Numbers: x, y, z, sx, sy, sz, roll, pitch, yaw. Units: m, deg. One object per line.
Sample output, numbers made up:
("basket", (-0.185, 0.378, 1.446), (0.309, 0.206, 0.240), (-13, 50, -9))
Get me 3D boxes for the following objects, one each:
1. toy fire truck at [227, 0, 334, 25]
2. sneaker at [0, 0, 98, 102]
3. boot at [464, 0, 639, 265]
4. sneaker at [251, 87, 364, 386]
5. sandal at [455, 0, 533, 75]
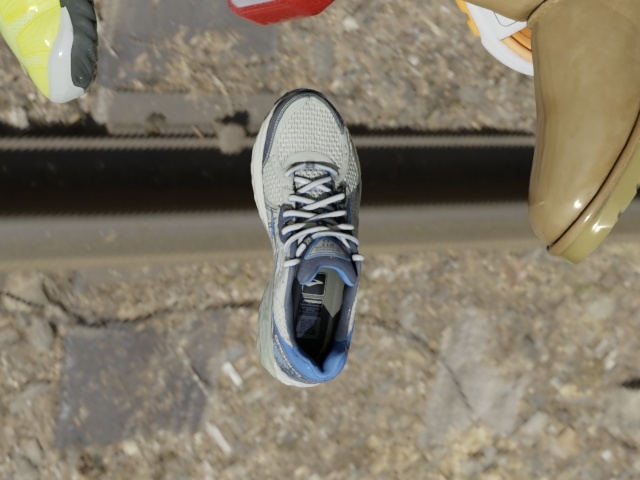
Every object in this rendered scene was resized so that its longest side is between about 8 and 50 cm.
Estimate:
("toy fire truck", (0.003, -0.345, 1.259), (0.169, 0.253, 0.302), (15, 77, -41))
("sneaker", (-0.295, -0.279, 1.172), (0.147, 0.145, 0.385), (-26, 91, -13))
("boot", (0.067, -0.141, 0.786), (0.269, 0.089, 0.236), (25, 72, -1))
("sneaker", (0.000, 0.000, 0.649), (0.052, 0.058, 0.135), (-3, 94, -13))
("sandal", (0.116, -0.214, 0.920), (0.102, 0.076, 0.265), (-51, 120, -28))
